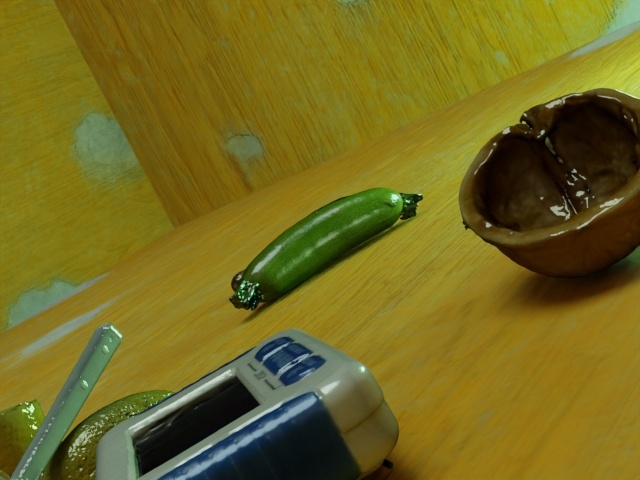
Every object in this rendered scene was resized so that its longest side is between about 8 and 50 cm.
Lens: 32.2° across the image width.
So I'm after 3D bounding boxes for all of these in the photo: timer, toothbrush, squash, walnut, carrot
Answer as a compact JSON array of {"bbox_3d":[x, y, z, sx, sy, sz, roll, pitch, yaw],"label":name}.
[{"bbox_3d":[-0.054,0.135,0.708,0.178,0.078,0.253,-30,7,-8],"label":"timer"},{"bbox_3d":[-0.225,0.178,0.854,0.030,0.025,0.342,-29,23,33],"label":"toothbrush"},{"bbox_3d":[-0.002,0.001,1.452,0.318,0.071,0.080,-31,9,-27],"label":"squash"},{"bbox_3d":[0.199,-0.030,0.871,0.167,0.087,0.211,-23,27,15],"label":"walnut"},{"bbox_3d":[-0.096,0.050,1.611,0.032,0.032,0.093,-20,7,42],"label":"carrot"}]

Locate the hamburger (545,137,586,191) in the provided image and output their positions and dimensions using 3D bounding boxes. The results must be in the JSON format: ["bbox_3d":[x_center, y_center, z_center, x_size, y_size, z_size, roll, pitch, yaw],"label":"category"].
[{"bbox_3d":[0.225,-0.064,1.011,0.087,0.102,0.176,-14,8,2],"label":"hamburger"}]

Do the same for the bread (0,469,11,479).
[{"bbox_3d":[-0.200,0.208,0.666,0.152,0.127,0.147,-1,21,33],"label":"bread"}]

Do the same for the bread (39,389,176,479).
[{"bbox_3d":[-0.185,0.176,0.951,0.187,0.065,0.149,-34,5,-32],"label":"bread"}]

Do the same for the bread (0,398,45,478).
[{"bbox_3d":[-0.359,0.230,1.081,0.245,0.094,0.102,-23,-1,24],"label":"bread"}]
